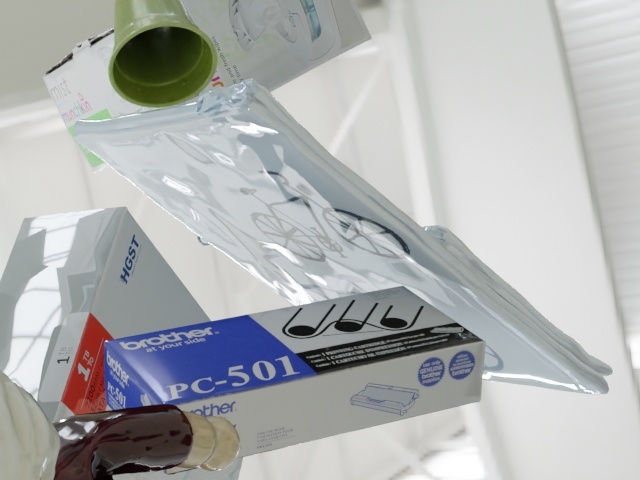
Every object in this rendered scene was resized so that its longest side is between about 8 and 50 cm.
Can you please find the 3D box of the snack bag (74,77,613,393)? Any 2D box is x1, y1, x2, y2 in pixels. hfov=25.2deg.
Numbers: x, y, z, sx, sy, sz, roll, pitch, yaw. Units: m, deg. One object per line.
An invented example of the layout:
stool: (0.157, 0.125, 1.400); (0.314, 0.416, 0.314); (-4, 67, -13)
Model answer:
snack bag: (0.000, 0.000, 1.028); (0.342, 0.323, 0.037); (38, -107, -23)

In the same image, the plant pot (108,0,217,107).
plant pot: (-0.127, -0.159, 1.100); (0.083, 0.083, 0.079); (33, -151, -44)

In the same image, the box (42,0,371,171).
box: (-0.122, -0.187, 1.440); (0.231, 0.262, 0.126); (-32, -79, -27)

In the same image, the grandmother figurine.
grandmother figurine: (-0.127, 0.155, 0.690); (0.207, 0.104, 0.342); (-58, -26, -20)

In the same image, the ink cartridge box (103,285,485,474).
ink cartridge box: (-0.015, 0.078, 0.855); (0.207, 0.097, 0.046); (-10, -67, -27)

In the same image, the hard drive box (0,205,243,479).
hard drive box: (-0.144, 0.119, 1.012); (0.232, 0.089, 0.181); (57, -145, -45)
